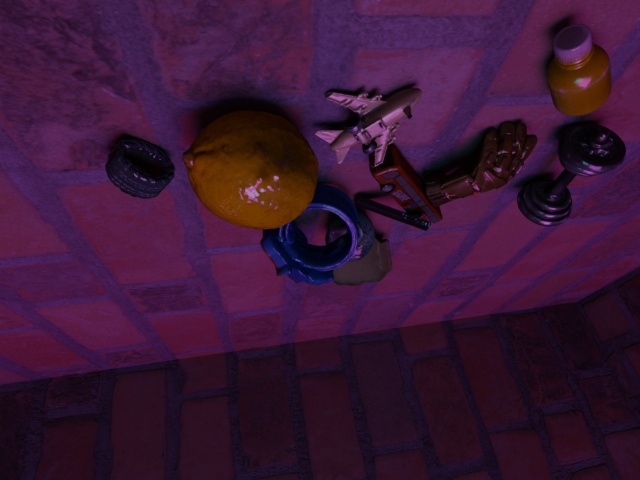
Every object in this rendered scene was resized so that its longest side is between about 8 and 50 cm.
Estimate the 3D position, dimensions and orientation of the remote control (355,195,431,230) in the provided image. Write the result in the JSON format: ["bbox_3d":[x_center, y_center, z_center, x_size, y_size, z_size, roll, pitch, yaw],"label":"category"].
[{"bbox_3d":[0.228,-0.087,1.274,0.245,0.025,0.063,21,169,11],"label":"remote control"}]

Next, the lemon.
[{"bbox_3d":[-0.150,-0.158,0.914,0.268,0.268,0.322,-30,146,30],"label":"lemon"}]

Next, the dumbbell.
[{"bbox_3d":[0.765,-0.195,1.261,0.179,0.179,0.406,-9,151,-5],"label":"dumbbell"}]

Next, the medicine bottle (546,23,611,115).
[{"bbox_3d":[0.577,-0.386,0.908,0.122,0.121,0.213,-28,147,26],"label":"medicine bottle"}]

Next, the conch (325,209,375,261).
[{"bbox_3d":[0.093,-0.020,1.381,0.202,0.134,0.196,-27,105,38],"label":"conch"}]

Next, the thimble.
[{"bbox_3d":[-0.420,-0.164,0.940,0.090,0.118,0.135,-33,145,32],"label":"thimble"}]

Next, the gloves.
[{"bbox_3d":[0.463,-0.204,1.170,0.331,0.141,0.154,-28,146,27],"label":"gloves"}]

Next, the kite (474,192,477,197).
[{"bbox_3d":[0.472,-0.189,1.336,0.223,0.008,0.125,2,148,-23],"label":"kite"}]

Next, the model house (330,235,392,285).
[{"bbox_3d":[0.158,0.062,1.543,0.214,0.194,0.189,-11,179,29],"label":"model house"}]

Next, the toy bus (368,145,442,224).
[{"bbox_3d":[0.267,-0.152,1.238,0.092,0.093,0.409,-21,151,26],"label":"toy bus"}]

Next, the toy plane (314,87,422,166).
[{"bbox_3d":[0.123,-0.281,0.964,0.256,0.104,0.242,-20,135,28],"label":"toy plane"}]

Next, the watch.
[{"bbox_3d":[0.000,0.000,1.222,0.275,0.241,0.305,-32,117,21],"label":"watch"}]
